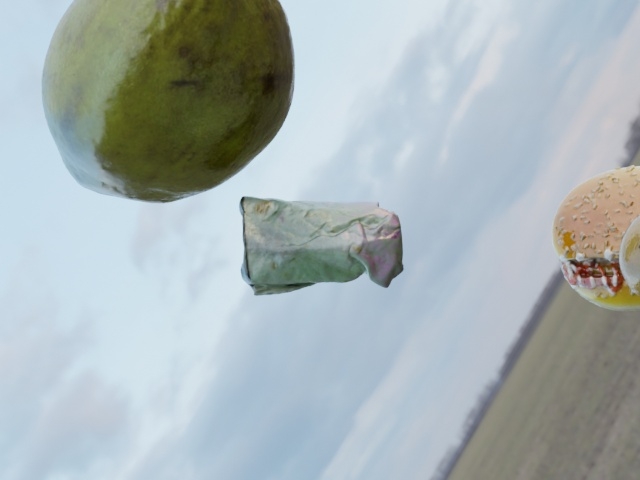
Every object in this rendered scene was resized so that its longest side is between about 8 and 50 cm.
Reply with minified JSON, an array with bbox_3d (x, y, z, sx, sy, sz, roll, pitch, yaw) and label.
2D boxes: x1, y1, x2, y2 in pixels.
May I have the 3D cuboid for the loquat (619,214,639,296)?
[{"bbox_3d":[0.430,0.019,1.474,0.141,0.141,0.141,-56,-11,-17],"label":"loquat"}]

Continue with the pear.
[{"bbox_3d":[-0.216,-0.240,1.741,0.413,0.352,0.352,-54,-6,31],"label":"pear"}]

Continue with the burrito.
[{"bbox_3d":[0.000,0.000,1.715,0.089,0.229,0.143,73,-165,-76],"label":"burrito"}]

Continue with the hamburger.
[{"bbox_3d":[0.489,-0.005,1.777,0.151,0.295,0.227,50,-142,-58],"label":"hamburger"}]
